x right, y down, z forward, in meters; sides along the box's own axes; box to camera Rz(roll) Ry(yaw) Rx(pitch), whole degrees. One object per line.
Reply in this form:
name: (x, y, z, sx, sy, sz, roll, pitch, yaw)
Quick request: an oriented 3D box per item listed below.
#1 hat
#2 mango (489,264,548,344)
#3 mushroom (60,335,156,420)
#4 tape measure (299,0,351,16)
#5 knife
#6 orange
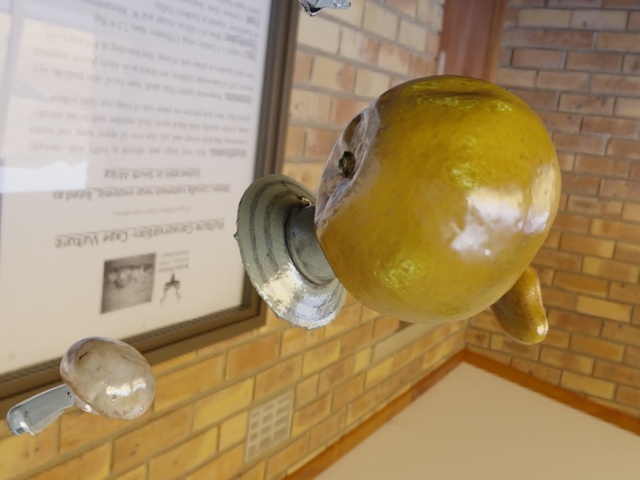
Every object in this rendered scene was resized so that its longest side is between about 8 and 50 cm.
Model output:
hat: (0.000, 0.000, 1.008, 0.110, 0.252, 0.252, -21, 172, 35)
mango: (0.397, 0.125, 1.386, 0.090, 0.178, 0.115, -2, 166, -38)
mushroom: (-0.357, 0.236, 1.148, 0.166, 0.127, 0.166, 30, 178, 1)
tape measure: (0.003, -0.372, 0.972, 0.091, 0.094, 0.054, -16, -131, -12)
knife: (-0.361, 0.221, 0.893, 0.023, 0.044, 0.162, -28, 178, 1)
orange: (0.119, -0.046, 0.744, 0.235, 0.279, 0.279, 29, -172, -7)
